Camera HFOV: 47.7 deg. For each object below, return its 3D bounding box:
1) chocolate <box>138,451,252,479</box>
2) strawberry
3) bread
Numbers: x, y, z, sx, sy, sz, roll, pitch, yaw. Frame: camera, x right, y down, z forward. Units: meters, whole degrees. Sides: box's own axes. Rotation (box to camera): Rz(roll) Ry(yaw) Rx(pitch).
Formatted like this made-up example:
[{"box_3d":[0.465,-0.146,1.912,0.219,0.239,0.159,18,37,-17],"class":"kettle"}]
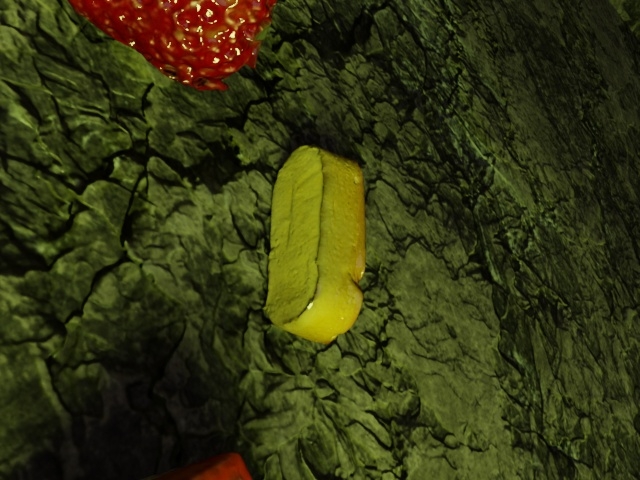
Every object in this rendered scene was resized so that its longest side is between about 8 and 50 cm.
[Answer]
[{"box_3d":[-0.111,0.279,0.491,0.108,0.235,0.237,-22,87,-61],"class":"chocolate"},{"box_3d":[-0.175,-0.280,0.779,0.244,0.205,0.205,7,63,-21],"class":"strawberry"},{"box_3d":[0.000,0.000,0.856,0.094,0.102,0.245,25,52,-34],"class":"bread"}]
